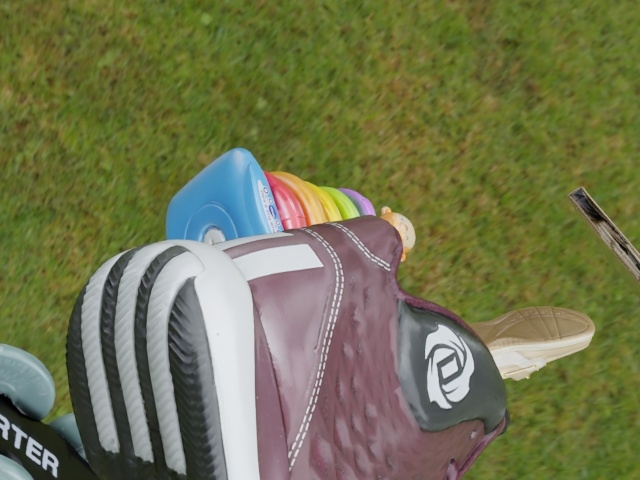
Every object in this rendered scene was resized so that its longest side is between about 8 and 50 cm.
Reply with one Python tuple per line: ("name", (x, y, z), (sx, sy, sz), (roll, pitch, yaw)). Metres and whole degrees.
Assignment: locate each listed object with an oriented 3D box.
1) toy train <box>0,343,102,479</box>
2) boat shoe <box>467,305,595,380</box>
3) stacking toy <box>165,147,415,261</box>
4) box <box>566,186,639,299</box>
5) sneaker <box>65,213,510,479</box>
("toy train", (-0.254, 0.154, 0.861), (0.334, 0.190, 0.142), (45, 22, -32))
("boat shoe", (0.191, 0.111, 1.351), (0.170, 0.059, 0.063), (-9, 34, -3))
("stacking toy", (0.000, 0.000, 1.464), (0.302, 0.166, 0.175), (-3, 68, -43))
("box", (0.339, 0.037, 1.437), (0.021, 0.201, 0.164), (-39, 61, 7))
("sneaker", (0.014, 0.123, 0.478), (0.162, 0.106, 0.281), (-19, 112, -41))
